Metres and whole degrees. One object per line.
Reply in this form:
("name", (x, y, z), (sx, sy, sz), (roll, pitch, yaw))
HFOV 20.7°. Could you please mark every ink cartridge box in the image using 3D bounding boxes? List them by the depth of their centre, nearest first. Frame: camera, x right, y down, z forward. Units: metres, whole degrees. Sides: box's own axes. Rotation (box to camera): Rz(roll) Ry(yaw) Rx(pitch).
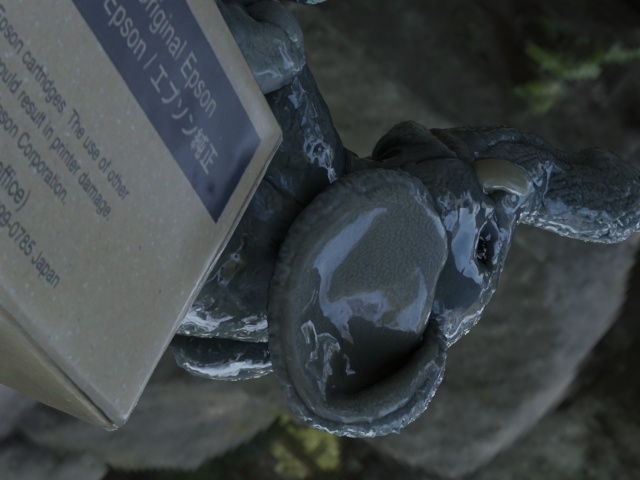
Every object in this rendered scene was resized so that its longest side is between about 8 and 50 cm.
("ink cartridge box", (-0.146, -0.071, 0.362), (0.088, 0.234, 0.193), (-61, 153, -18))

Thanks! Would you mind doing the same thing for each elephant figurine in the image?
("elephant figurine", (0.000, 0.000, 0.683), (0.186, 0.239, 0.169), (-38, -156, 24))

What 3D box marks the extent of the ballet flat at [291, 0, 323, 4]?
("ballet flat", (0.025, -0.133, 0.525), (0.070, 0.070, 0.188), (-44, -177, -37))
